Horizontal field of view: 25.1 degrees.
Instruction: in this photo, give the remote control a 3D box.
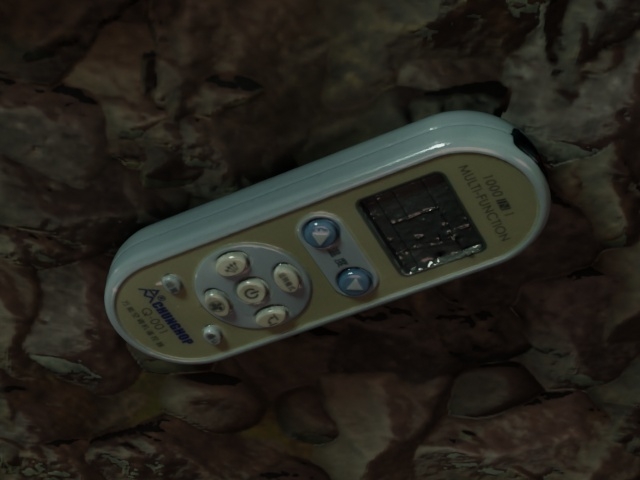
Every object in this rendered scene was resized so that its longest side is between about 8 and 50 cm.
[{"bbox_3d":[0.000,0.000,0.736,0.244,0.047,0.087,-20,125,20],"label":"remote control"}]
